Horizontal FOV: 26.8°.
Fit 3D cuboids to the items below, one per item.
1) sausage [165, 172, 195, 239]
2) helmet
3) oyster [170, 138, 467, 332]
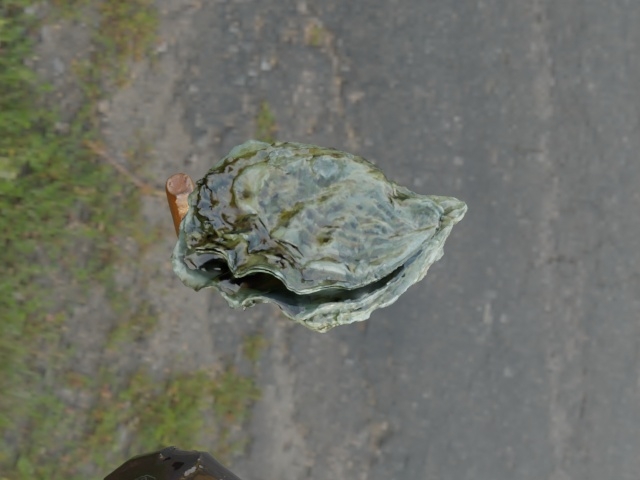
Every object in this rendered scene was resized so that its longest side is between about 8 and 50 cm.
[{"bbox_3d":[-0.184,-0.038,1.842,0.131,0.041,0.039,83,-11,-52],"label":"sausage"},{"bbox_3d":[-0.191,0.355,1.716,0.305,0.225,0.177,63,6,-50],"label":"helmet"},{"bbox_3d":[0.000,0.000,1.284,0.112,0.268,0.198,112,-7,-59],"label":"oyster"}]
